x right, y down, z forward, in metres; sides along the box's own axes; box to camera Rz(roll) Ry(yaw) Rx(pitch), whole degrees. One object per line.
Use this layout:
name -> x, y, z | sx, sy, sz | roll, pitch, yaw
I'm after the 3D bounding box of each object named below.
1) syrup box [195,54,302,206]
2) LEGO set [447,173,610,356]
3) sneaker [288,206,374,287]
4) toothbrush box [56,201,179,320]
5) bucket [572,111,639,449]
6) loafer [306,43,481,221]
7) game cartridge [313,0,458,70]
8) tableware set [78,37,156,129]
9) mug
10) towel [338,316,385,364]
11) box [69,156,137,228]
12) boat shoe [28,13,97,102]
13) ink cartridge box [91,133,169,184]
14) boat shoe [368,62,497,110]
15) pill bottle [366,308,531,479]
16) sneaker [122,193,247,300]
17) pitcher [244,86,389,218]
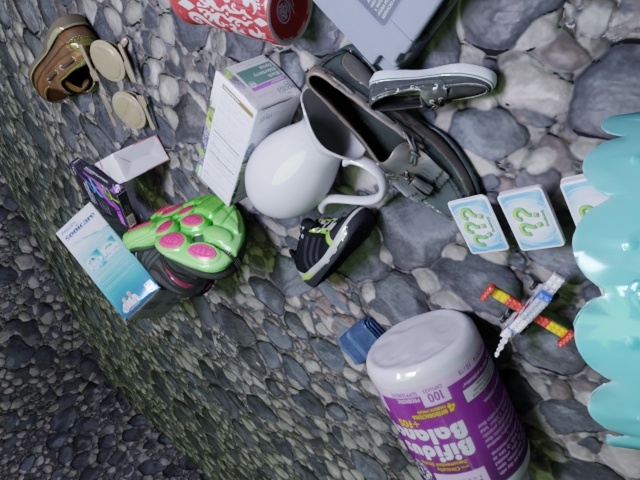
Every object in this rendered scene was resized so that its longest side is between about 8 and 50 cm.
syrup box -> -0.123, -0.170, 0.832 | 0.096, 0.093, 0.237 | 46, 144, 12
LEGO set -> 0.261, 0.052, 0.579 | 0.182, 0.060, 0.244 | -10, 119, 44
sneaker -> 0.000, 0.000, 0.838 | 0.097, 0.084, 0.234 | 50, 145, 8
toothbrush box -> -0.510, 0.060, 1.358 | 0.295, 0.126, 0.216 | 47, 180, 11
bucket -> 0.311, 0.028, 0.354 | 0.183, 0.281, 0.281 | 0, 118, 44
loafer -> 0.084, -0.122, 0.640 | 0.267, 0.084, 0.096 | 51, 145, 5
game cartridge -> 0.084, -0.332, 0.497 | 0.198, 0.062, 0.297 | 53, 145, 9
tableware set -> -0.415, -0.330, 1.083 | 0.128, 0.039, 0.194 | 10, 133, 26
mug -> -0.112, -0.320, 0.659 | 0.169, 0.150, 0.113 | 29, 112, 26
towel -> 0.079, 0.185, 0.947 | 0.067, 0.029, 0.119 | 48, 145, 9
box -> -0.493, -0.108, 1.169 | 0.162, 0.029, 0.116 | 33, 147, 20
boat shoe -> -0.581, -0.378, 1.173 | 0.307, 0.111, 0.104 | -24, 98, 54
ink cartridge box -> -0.445, -0.175, 1.181 | 0.198, 0.115, 0.067 | -3, 118, 51
boat shoe -> 0.120, -0.164, 0.569 | 0.142, 0.040, 0.049 | 6, 167, 27
pill bottle -> 0.201, 0.268, 0.755 | 0.169, 0.169, 0.301 | -13, 109, 53
sneaker -> -0.272, 0.025, 1.122 | 0.483, 0.185, 0.202 | 5, 131, 58
pitcher -> -0.011, -0.094, 0.745 | 0.178, 0.125, 0.207 | 50, 139, -2
